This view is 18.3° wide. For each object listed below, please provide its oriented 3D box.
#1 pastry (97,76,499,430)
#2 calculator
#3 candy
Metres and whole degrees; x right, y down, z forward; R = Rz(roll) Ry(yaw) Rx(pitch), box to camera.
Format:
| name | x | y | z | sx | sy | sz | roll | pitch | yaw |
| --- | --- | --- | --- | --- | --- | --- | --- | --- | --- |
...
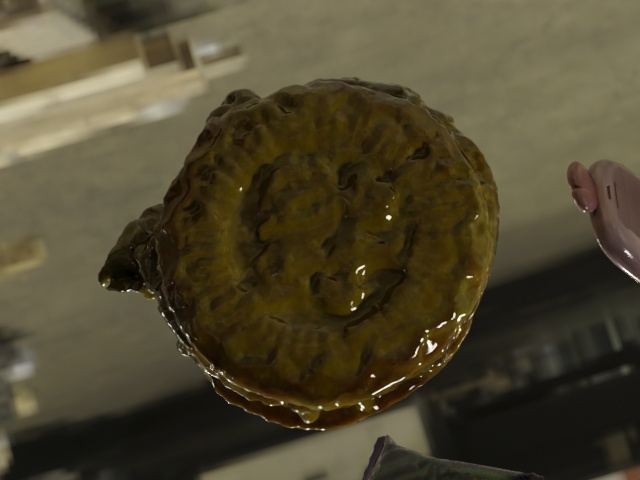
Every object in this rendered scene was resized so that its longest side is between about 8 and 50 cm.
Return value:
| name | x | y | z | sx | sy | sz | roll | pitch | yaw |
| --- | --- | --- | --- | --- | --- | --- | --- | --- | --- |
| pastry | 0.000 | 0.000 | 1.335 | 0.240 | 0.235 | 0.132 | -49 | 174 | -9 |
| calculator | 0.253 | -0.011 | 1.590 | 0.024 | 0.103 | 0.166 | -29 | 134 | 31 |
| candy | 0.106 | 0.280 | 2.034 | 0.275 | 0.145 | 0.070 | 8 | 155 | 50 |
